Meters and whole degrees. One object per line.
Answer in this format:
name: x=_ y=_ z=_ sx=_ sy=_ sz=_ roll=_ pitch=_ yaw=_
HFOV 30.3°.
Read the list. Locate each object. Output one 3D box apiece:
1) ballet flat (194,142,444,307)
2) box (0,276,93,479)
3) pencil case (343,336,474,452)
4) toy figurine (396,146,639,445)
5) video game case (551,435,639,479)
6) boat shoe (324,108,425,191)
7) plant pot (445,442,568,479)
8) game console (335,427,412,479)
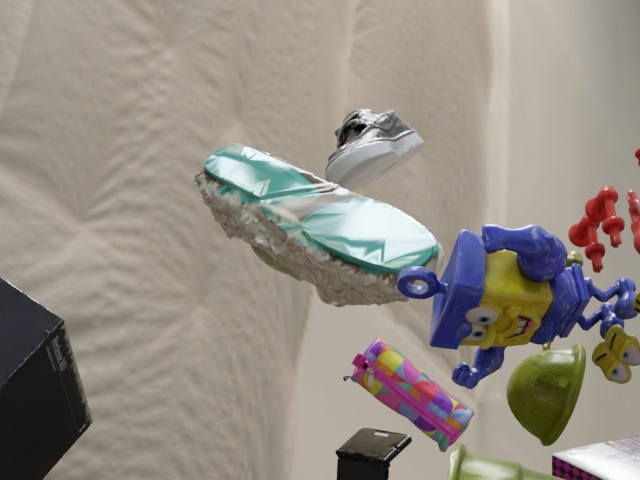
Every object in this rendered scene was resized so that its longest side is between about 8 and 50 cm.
ballet flat: x=0.000 y=0.000 z=1.422 sx=0.147 sy=0.409 sz=0.147 roll=-20 pitch=-56 yaw=-32
box: x=-0.482 y=0.246 z=1.557 sx=0.312 sy=0.179 sz=0.343 roll=-50 pitch=-17 yaw=-27
pencil case: x=0.159 y=0.274 z=2.110 sx=0.236 sy=0.104 sz=0.104 roll=36 pitch=-146 yaw=4
toy figurine: x=0.172 y=0.046 z=1.117 sx=0.362 sy=0.217 sz=0.191 roll=106 pitch=167 yaw=-55
video game case: x=0.452 y=0.309 z=1.526 sx=0.210 sy=0.232 sz=0.041 roll=-5 pitch=-80 yaw=-26
boat shoe: x=0.068 y=-0.150 z=1.805 sx=0.102 sy=0.108 sz=0.301 roll=53 pitch=-152 yaw=5
plant pot: x=0.290 y=0.418 z=1.218 sx=0.366 sy=0.353 sz=0.366 roll=7 pitch=-90 yaw=-78
game console: x=0.087 y=0.366 z=1.916 sx=0.107 sy=0.122 sz=0.071 roll=-36 pitch=-67 yaw=-35
